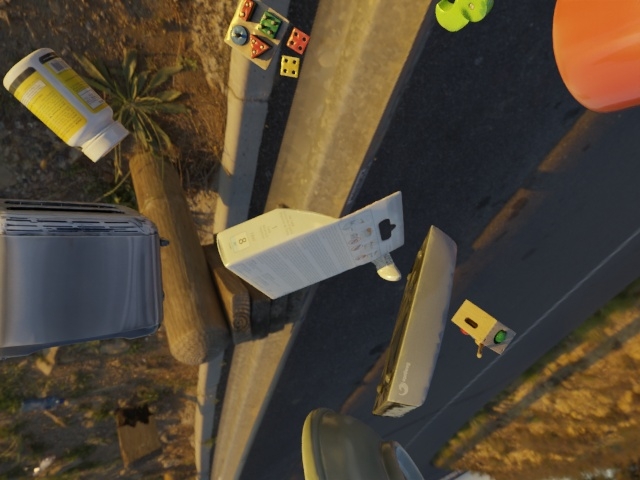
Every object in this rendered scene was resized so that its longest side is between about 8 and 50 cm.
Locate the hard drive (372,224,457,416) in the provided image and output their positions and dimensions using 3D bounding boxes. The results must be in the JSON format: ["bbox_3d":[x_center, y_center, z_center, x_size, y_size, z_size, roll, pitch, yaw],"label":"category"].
[{"bbox_3d":[0.139,0.124,0.596,0.054,0.255,0.172,17,152,9],"label":"hard drive"}]

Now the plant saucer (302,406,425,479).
[{"bbox_3d":[0.117,0.411,0.579,0.100,0.401,0.400,-32,145,4],"label":"plant saucer"}]

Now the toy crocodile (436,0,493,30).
[{"bbox_3d":[0.317,-0.520,0.736,0.115,0.105,0.340,-48,175,-12],"label":"toy crocodile"}]

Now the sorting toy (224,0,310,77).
[{"bbox_3d":[-0.159,-0.519,1.021,0.132,0.274,0.046,-54,-177,28],"label":"sorting toy"}]

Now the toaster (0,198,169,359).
[{"bbox_3d":[-0.288,0.034,0.458,0.226,0.129,0.147,0,102,-39],"label":"toaster"}]

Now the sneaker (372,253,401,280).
[{"bbox_3d":[0.184,0.058,1.188,0.053,0.152,0.061,-13,132,-25],"label":"sneaker"}]

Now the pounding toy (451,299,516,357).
[{"bbox_3d":[0.428,0.244,1.076,0.130,0.141,0.100,30,96,-33],"label":"pounding toy"}]

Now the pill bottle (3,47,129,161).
[{"bbox_3d":[-0.516,-0.273,0.846,0.119,0.119,0.208,-37,115,9],"label":"pill bottle"}]

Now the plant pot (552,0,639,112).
[{"bbox_3d":[0.542,-0.340,0.596,0.274,0.243,0.275,-3,99,-21],"label":"plant pot"}]

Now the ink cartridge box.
[{"bbox_3d":[0.000,0.000,0.953,0.384,0.091,0.308,-23,156,3],"label":"ink cartridge box"}]
